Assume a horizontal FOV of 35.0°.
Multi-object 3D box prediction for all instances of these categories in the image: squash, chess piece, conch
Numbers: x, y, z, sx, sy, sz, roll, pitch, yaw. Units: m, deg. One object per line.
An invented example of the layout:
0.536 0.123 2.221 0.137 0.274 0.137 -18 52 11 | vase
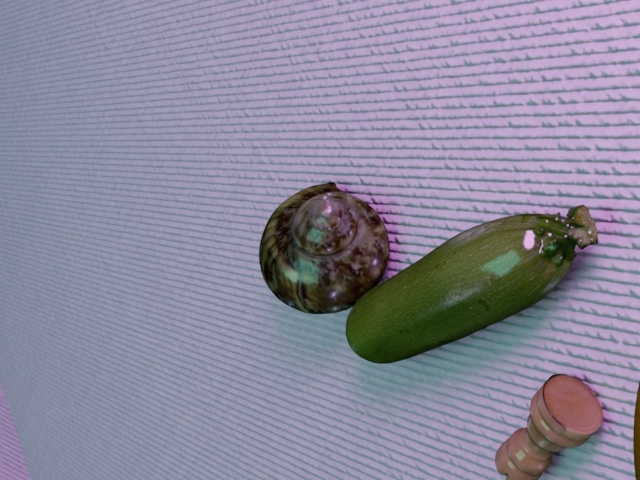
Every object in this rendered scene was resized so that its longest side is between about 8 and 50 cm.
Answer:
0.138 0.052 1.046 0.378 0.101 0.101 -32 68 51 | squash
0.216 0.188 0.984 0.066 0.066 0.122 62 145 30 | chess piece
-0.002 -0.001 1.221 0.181 0.124 0.187 -44 49 43 | conch

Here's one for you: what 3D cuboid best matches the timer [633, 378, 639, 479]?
0.370 0.125 0.510 0.387 0.376 0.376 21 111 52 | timer
